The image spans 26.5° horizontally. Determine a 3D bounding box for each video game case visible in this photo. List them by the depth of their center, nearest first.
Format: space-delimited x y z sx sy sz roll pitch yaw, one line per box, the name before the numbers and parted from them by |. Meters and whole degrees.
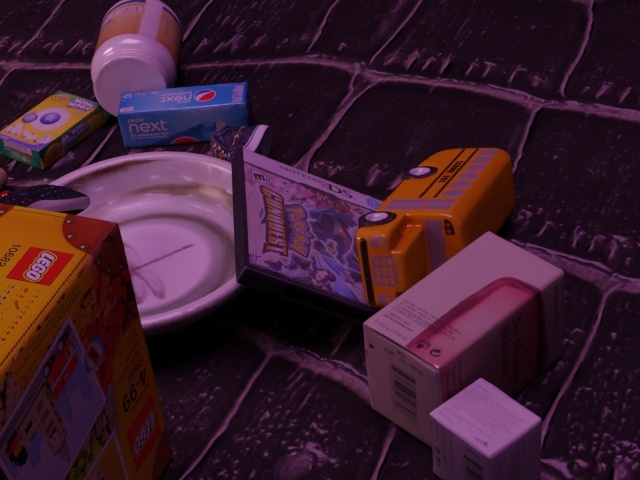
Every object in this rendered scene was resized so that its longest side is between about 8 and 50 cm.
video game case | 0.000 0.000 1.834 0.248 0.035 0.275 20 33 -20

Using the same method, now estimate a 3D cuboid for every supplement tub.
supplement tub | -0.311 -0.308 2.298 0.144 0.144 0.200 -4 37 4

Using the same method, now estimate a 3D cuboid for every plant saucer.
plant saucer | -0.251 0.025 1.895 0.400 0.101 0.400 -5 38 4

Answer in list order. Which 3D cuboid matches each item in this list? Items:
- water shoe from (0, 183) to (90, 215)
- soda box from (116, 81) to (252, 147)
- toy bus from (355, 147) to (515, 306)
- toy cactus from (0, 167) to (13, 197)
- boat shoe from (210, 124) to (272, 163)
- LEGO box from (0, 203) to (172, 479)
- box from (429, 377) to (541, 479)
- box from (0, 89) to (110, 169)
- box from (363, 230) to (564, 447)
water shoe | -0.396 -0.024 1.848 0.073 0.080 0.203 20 20 27
soda box | -0.219 -0.203 2.207 0.210 0.071 0.067 -4 38 5
toy bus | 0.157 -0.022 1.815 0.130 0.108 0.333 1 22 23
toy cactus | -0.548 -0.069 2.081 0.219 0.112 0.180 1 28 24
boat shoe | -0.138 -0.122 2.101 0.083 0.065 0.183 3 32 15
LEGO box | -0.367 0.257 1.393 0.193 0.373 0.500 9 41 19
box | 0.189 0.234 1.548 0.087 0.101 0.102 -30 43 -27
box | -0.438 -0.191 2.254 0.105 0.043 0.179 19 43 29
box | 0.178 0.122 1.658 0.232 0.149 0.127 -34 46 -30
